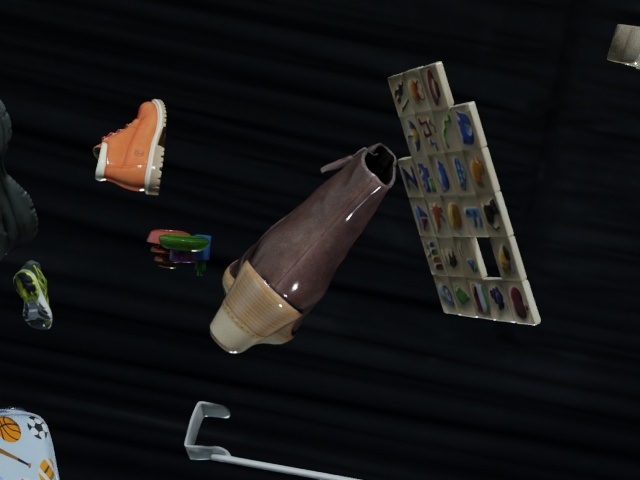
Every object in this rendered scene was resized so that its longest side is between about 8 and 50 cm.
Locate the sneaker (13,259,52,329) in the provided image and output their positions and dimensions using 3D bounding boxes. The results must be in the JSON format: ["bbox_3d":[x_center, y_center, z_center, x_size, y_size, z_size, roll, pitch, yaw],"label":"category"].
[{"bbox_3d":[-0.293,0.057,1.434,0.035,0.031,0.083,-72,162,-49],"label":"sneaker"}]

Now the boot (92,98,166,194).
[{"bbox_3d":[-0.226,-0.119,1.641,0.158,0.084,0.059,-90,-172,-50],"label":"boot"}]

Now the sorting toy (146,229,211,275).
[{"bbox_3d":[-0.143,0.014,1.414,0.102,0.061,0.042,-163,-103,-69],"label":"sorting toy"}]

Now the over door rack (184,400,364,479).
[{"bbox_3d":[0.022,0.303,1.266,0.108,0.324,0.240,-52,144,-36],"label":"over door rack"}]

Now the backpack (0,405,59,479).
[{"bbox_3d":[-0.389,0.285,1.359,0.213,0.263,0.277,-37,-119,43],"label":"backpack"}]

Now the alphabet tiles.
[{"bbox_3d":[0.119,-0.041,1.247,0.198,0.009,0.237,-179,-109,-72],"label":"alphabet tiles"}]

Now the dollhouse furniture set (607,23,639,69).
[{"bbox_3d":[0.470,-0.270,1.502,0.161,0.212,0.242,-131,-124,-75],"label":"dollhouse furniture set"}]

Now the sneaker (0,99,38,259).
[{"bbox_3d":[-0.350,-0.059,1.270,0.130,0.109,0.286,-53,148,-33],"label":"sneaker"}]

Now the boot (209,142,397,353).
[{"bbox_3d":[0.000,0.000,1.239,0.207,0.090,0.248,-47,-178,12],"label":"boot"}]
